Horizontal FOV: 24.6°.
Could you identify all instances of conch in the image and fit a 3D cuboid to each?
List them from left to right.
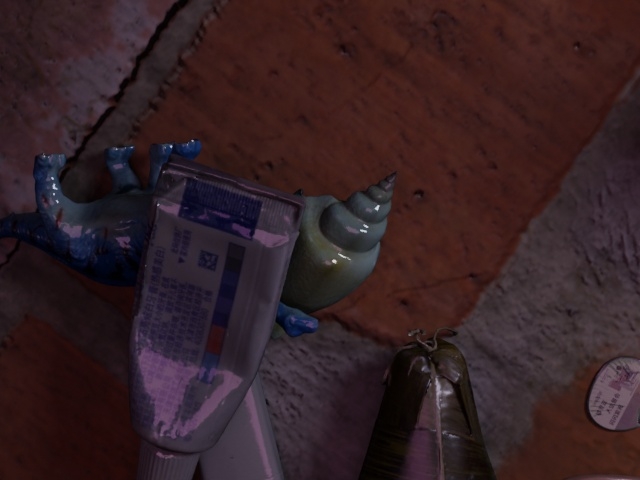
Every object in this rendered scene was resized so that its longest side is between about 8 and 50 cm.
[{"bbox_3d":[-0.001,0.004,1.132,0.088,0.065,0.180,43,116,0],"label":"conch"}]

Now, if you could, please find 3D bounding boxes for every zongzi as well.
[{"bbox_3d":[0.124,0.172,1.134,0.184,0.084,0.187,15,94,-7],"label":"zongzi"}]

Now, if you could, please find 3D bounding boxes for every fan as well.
[{"bbox_3d":[0.246,0.119,1.139,0.080,0.003,0.060,-2,97,10],"label":"fan"}]

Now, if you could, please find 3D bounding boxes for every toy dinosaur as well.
[{"bbox_3d":[-0.150,-0.020,1.149,0.329,0.076,0.144,9,103,16],"label":"toy dinosaur"}]

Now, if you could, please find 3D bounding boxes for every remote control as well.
[{"bbox_3d":[-0.069,0.163,1.184,0.067,0.029,0.261,-12,97,10],"label":"remote control"}]

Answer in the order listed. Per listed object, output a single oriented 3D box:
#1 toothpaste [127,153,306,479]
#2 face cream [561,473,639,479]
[{"bbox_3d":[-0.096,0.077,1.111,0.099,0.068,0.282,6,114,-20],"label":"toothpaste"},{"bbox_3d":[0.238,0.242,1.080,0.149,0.149,0.104,8,97,8],"label":"face cream"}]
